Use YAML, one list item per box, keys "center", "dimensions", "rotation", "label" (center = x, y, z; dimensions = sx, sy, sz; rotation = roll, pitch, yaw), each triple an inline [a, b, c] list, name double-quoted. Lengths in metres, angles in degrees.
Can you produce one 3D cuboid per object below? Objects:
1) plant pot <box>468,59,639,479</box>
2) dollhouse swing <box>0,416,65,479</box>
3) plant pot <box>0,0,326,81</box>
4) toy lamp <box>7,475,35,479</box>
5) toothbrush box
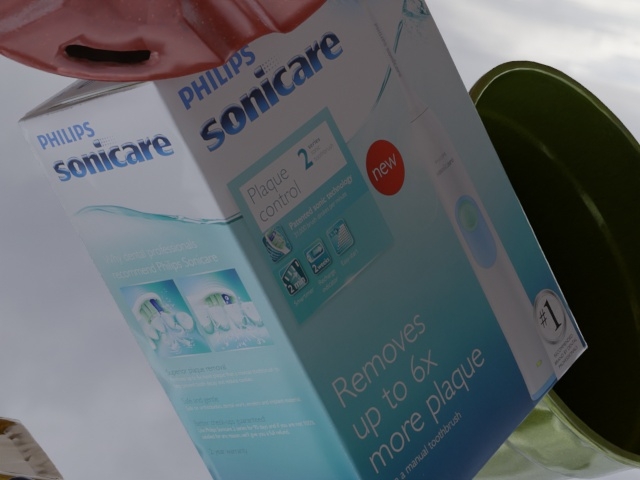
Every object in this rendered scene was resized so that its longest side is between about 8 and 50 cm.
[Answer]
- center: [0.109, 0.079, 1.535]
  dimensions: [0.353, 0.366, 0.366]
  rotation: [-27, 175, 36]
  label: "plant pot"
- center: [-0.431, 0.338, 1.840]
  dimensions: [0.305, 0.315, 0.347]
  rotation: [-12, -170, -18]
  label: "dollhouse swing"
- center: [-0.096, -0.236, 0.800]
  dimensions: [0.272, 0.272, 0.265]
  rotation: [2, -128, -22]
  label: "plant pot"
- center: [-0.135, 0.232, 1.333]
  dimensions: [0.275, 0.080, 0.080]
  rotation: [4, -165, 29]
  label: "toy lamp"
- center: [0.000, 0.000, 0.972]
  dimensions: [0.126, 0.295, 0.216]
  rotation: [-11, -159, 45]
  label: "toothbrush box"
